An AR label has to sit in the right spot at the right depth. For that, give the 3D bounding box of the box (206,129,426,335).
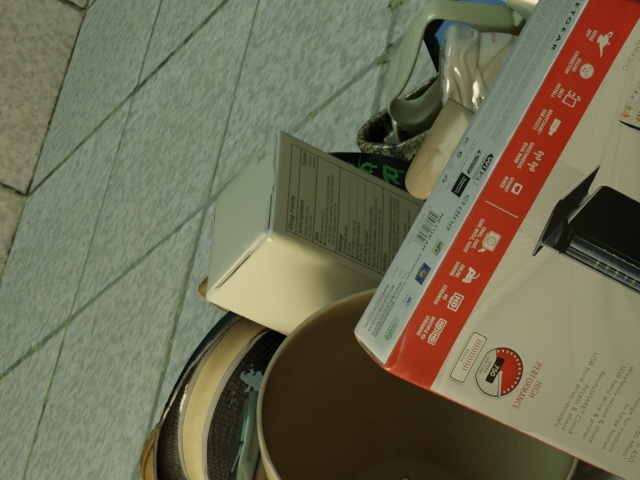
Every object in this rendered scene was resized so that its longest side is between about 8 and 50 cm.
[{"bbox_3d":[0.053,0.034,1.910,0.121,0.311,0.148,-45,28,40],"label":"box"}]

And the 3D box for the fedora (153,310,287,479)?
[{"bbox_3d":[-0.014,0.204,1.992,0.152,0.334,0.334,35,100,37],"label":"fedora"}]

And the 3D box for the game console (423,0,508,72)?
[{"bbox_3d":[0.156,-0.313,2.263,0.250,0.173,0.293,-55,22,22],"label":"game console"}]

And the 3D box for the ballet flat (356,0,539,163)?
[{"bbox_3d":[0.196,-0.209,2.034,0.483,0.182,0.164,-45,21,39],"label":"ballet flat"}]

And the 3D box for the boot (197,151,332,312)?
[{"bbox_3d":[-0.031,-0.004,2.469,0.295,0.104,0.211,-8,53,59],"label":"boot"}]

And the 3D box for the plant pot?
[{"bbox_3d":[0.083,0.208,1.766,0.191,0.284,0.284,93,-176,-51],"label":"plant pot"}]

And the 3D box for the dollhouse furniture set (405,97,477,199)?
[{"bbox_3d":[0.206,0.019,1.725,0.242,0.212,0.161,39,103,47],"label":"dollhouse furniture set"}]

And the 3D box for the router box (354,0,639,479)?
[{"bbox_3d":[0.238,0.000,1.538,0.335,0.301,0.082,-62,23,7],"label":"router box"}]

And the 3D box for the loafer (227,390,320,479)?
[{"bbox_3d":[-0.051,0.275,1.817,0.096,0.084,0.267,126,154,-73],"label":"loafer"}]

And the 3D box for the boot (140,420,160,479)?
[{"bbox_3d":[-0.132,0.285,2.366,0.236,0.089,0.269,-56,24,19],"label":"boot"}]

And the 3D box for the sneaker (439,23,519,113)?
[{"bbox_3d":[0.175,-0.104,1.967,0.090,0.115,0.232,-85,-4,-56],"label":"sneaker"}]

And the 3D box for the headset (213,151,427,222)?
[{"bbox_3d":[0.000,0.000,2.128,0.394,0.243,0.185,104,163,-59],"label":"headset"}]
